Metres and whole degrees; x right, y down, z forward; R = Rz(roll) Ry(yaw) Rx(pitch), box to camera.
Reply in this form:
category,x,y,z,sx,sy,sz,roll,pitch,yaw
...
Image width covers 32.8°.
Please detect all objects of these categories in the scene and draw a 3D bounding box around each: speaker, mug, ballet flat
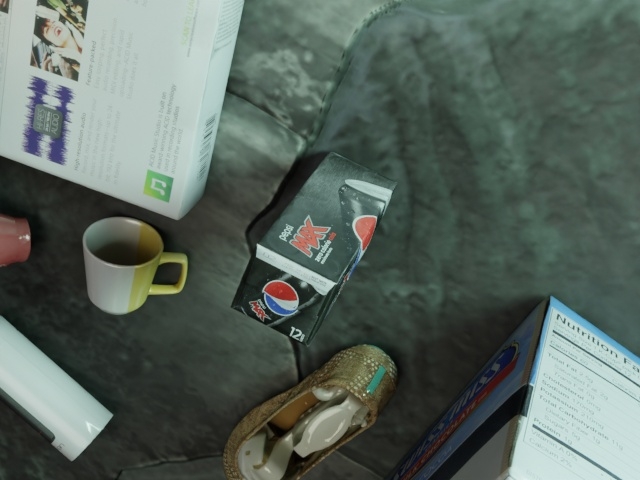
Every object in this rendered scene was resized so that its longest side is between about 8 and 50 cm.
category,x,y,z,sx,sy,sz,roll,pitch,yaw
speaker,-0.247,0.129,0.944,0.136,0.055,0.055,43,120,-6
mug,-0.153,0.028,0.864,0.078,0.062,0.064,24,128,13
ballet flat,-0.021,0.158,0.879,0.073,0.067,0.206,40,120,-5

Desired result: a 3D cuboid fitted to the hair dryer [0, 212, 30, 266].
category,x,y,z,sx,sy,sz,roll,pitch,yaw
hair dryer,-0.316,-0.013,0.779,0.224,0.293,0.080,-10,78,20

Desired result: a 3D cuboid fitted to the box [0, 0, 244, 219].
category,x,y,z,sx,sy,sz,roll,pitch,yaw
box,-0.218,-0.174,0.790,0.322,0.058,0.232,20,119,6

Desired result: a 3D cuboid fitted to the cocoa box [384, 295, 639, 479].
category,x,y,z,sx,sy,sz,roll,pitch,yaw
cocoa box,0.143,0.263,0.785,0.231,0.228,0.347,35,120,0

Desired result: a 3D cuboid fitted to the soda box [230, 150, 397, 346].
category,x,y,z,sx,sy,sz,roll,pitch,yaw
soda box,0.000,0.000,0.737,0.060,0.169,0.053,26,120,4
